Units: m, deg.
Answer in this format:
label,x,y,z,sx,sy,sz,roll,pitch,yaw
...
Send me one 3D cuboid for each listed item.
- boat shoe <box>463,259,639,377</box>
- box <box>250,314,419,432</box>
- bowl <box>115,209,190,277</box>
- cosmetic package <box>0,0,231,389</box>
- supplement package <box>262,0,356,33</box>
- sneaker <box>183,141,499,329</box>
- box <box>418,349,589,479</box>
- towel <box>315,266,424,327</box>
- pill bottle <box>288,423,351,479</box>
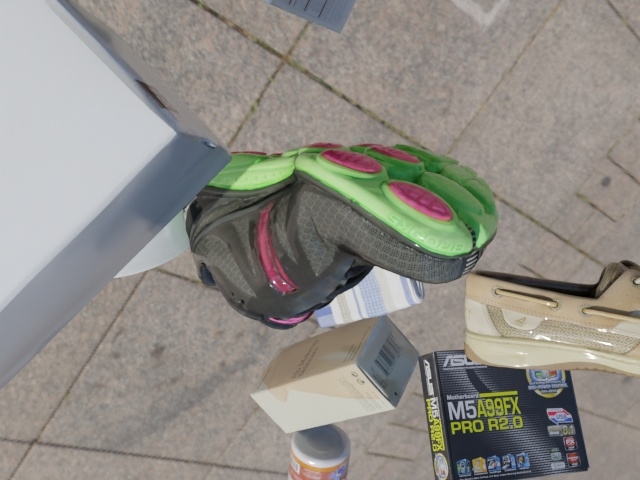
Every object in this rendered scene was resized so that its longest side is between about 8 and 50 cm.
label,x,y,z,sx,sy,sz,roll,pitch,yaw
boat shoe,0.323,0.079,0.746,0.122,0.341,0.110,-17,105,-73
box,0.023,0.262,1.368,0.311,0.148,0.121,-27,110,42
bowl,-0.297,-0.095,0.977,0.298,0.297,0.134,-18,138,-18
cosmetic package,-0.252,0.017,0.468,0.156,0.217,0.385,44,91,-2
supplement package,-0.032,-0.348,0.902,0.179,0.105,0.105,-6,127,-60
sneaker,0.000,0.000,0.759,0.185,0.483,0.202,-5,96,-32
box,0.309,0.291,1.191,0.270,0.216,0.060,2,162,-21
towel,0.058,0.036,1.242,0.034,0.209,0.285,-12,173,-38
pill bottle,-0.006,0.490,1.451,0.121,0.121,0.216,-10,121,-25
